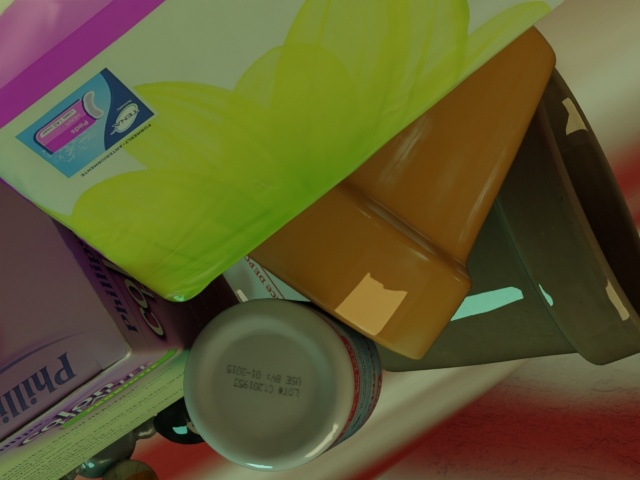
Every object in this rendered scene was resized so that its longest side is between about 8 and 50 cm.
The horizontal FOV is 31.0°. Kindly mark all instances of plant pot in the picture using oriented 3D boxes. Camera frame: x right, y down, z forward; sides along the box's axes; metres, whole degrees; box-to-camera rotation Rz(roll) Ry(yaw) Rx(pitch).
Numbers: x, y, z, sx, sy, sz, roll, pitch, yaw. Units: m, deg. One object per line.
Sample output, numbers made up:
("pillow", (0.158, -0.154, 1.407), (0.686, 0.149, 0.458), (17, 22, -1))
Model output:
("plant pot", (0.131, 0.002, 0.974), (0.229, 0.263, 0.263), (-23, 167, 22))
("plant pot", (0.031, -0.065, 0.674), (0.188, 0.205, 0.205), (-54, 160, 4))

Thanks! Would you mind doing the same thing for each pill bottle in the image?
("pill bottle", (-0.013, 0.076, 0.643), (0.087, 0.087, 0.160), (-39, 170, 7))

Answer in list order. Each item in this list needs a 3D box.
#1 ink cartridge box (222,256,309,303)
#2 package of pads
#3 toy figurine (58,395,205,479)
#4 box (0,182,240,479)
("ink cartridge box", (0.000, 0.000, 0.871), (0.067, 0.115, 0.198), (-20, 156, -42))
("package of pads", (-0.018, -0.123, 0.480), (0.296, 0.101, 0.229), (-39, 147, 3))
("toy figurine", (-0.143, 0.125, 0.866), (0.213, 0.148, 0.209), (-39, 162, 7))
("box", (-0.175, 0.069, 0.645), (0.214, 0.117, 0.243), (-34, 171, 8))
